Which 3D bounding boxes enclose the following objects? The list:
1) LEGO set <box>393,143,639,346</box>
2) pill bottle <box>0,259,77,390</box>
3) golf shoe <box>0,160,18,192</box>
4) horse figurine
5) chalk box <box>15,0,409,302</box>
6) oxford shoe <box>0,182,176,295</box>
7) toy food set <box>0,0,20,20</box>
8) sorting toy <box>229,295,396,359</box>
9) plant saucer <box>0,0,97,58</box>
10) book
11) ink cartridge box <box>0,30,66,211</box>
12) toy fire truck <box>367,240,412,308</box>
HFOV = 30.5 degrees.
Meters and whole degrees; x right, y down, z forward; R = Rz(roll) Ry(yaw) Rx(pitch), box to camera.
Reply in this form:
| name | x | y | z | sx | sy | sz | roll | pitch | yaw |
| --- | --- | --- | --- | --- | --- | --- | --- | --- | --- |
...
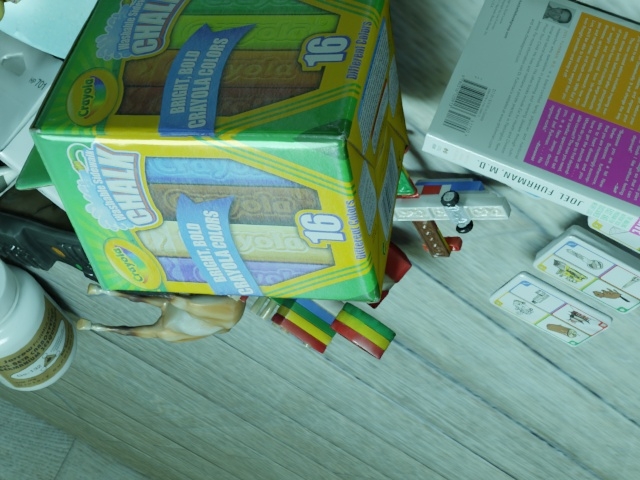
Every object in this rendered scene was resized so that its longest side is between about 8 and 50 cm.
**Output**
| name | x | y | z | sx | sy | sz | roll | pitch | yaw |
| --- | --- | --- | --- | --- | --- | --- | --- | --- | --- |
| LEGO set | 0.117 | -0.030 | 0.773 | 0.244 | 0.060 | 0.182 | 27 | 148 | -8 |
| pill bottle | -0.420 | 0.104 | 1.558 | 0.131 | 0.131 | 0.229 | 18 | 159 | 18 |
| golf shoe | -0.391 | -0.121 | 1.052 | 0.120 | 0.105 | 0.273 | -15 | 144 | 37 |
| horse figurine | -0.142 | 0.060 | 1.197 | 0.174 | 0.066 | 0.263 | 10 | 157 | -19 |
| chalk box | -0.068 | -0.058 | 0.654 | 0.213 | 0.132 | 0.132 | 2 | 140 | 13 |
| oxford shoe | -0.202 | -0.015 | 1.068 | 0.227 | 0.096 | 0.083 | 17 | 153 | 21 |
| toy food set | -0.230 | -0.171 | 0.686 | 0.192 | 0.039 | 0.132 | 8 | 154 | 38 |
| sorting toy | -0.049 | 0.037 | 0.977 | 0.132 | 0.046 | 0.274 | 36 | 175 | -24 |
| plant saucer | -0.178 | -0.179 | 0.719 | 0.194 | 0.037 | 0.195 | 22 | 160 | 8 |
| book | 0.134 | -0.060 | 0.568 | 0.144 | 0.096 | 0.035 | 23 | 160 | 6 |
| ink cartridge box | -0.180 | -0.062 | 0.901 | 0.139 | 0.082 | 0.190 | 31 | 172 | 49 |
| toy fire truck | 0.000 | 0.000 | 0.850 | 0.135 | 0.047 | 0.192 | 41 | -171 | 0 |
